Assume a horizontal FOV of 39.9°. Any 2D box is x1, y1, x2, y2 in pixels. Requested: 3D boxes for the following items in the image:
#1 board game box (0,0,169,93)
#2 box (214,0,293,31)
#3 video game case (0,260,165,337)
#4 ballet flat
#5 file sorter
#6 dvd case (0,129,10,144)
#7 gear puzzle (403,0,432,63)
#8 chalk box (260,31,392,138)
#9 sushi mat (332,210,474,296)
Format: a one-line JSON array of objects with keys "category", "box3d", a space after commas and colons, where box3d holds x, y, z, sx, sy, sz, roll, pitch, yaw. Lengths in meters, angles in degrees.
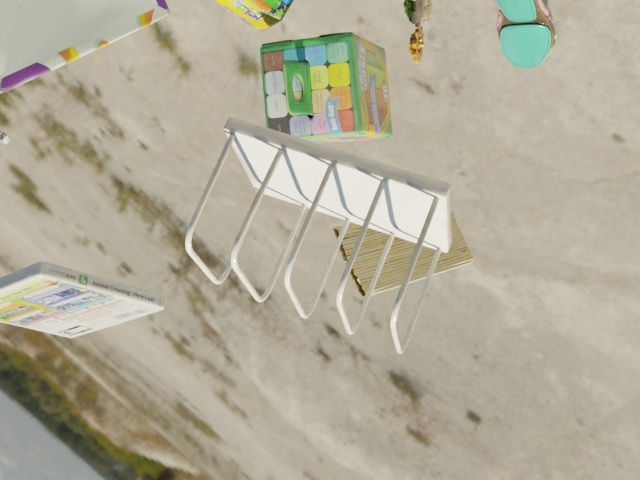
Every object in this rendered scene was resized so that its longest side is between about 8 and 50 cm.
[{"category": "board game box", "box3d": [-0.262, -0.167, 0.596, 0.275, 0.144, 0.142, -3, 117, 43]}, {"category": "box", "box3d": [-0.132, -0.585, 1.601, 0.279, 0.289, 0.177, 31, 177, -18]}, {"category": "video game case", "box3d": [-0.349, 0.083, 1.175, 0.213, 0.023, 0.193, -18, 153, 37]}, {"category": "ballet flat", "box3d": [0.252, -0.293, 1.093, 0.077, 0.079, 0.221, 5, 167, 22]}, {"category": "file sorter", "box3d": [0.000, 0.000, 1.076, 0.278, 0.173, 0.193, 19, 163, 15]}, {"category": "dvd case", "box3d": [-0.540, -0.194, 1.379, 0.119, 0.013, 0.087, 40, 170, -13]}, {"category": "gear puzzle", "box3d": [0.211, -0.567, 1.976, 0.044, 0.175, 0.338, 4, 113, 20]}, {"category": "chalk box", "box3d": [0.006, -0.271, 1.605, 0.179, 0.180, 0.289, -3, -175, 18]}, {"category": "sushi mat", "box3d": [0.173, 0.011, 1.780, 0.019, 0.317, 0.151, -38, 72, 51]}]
